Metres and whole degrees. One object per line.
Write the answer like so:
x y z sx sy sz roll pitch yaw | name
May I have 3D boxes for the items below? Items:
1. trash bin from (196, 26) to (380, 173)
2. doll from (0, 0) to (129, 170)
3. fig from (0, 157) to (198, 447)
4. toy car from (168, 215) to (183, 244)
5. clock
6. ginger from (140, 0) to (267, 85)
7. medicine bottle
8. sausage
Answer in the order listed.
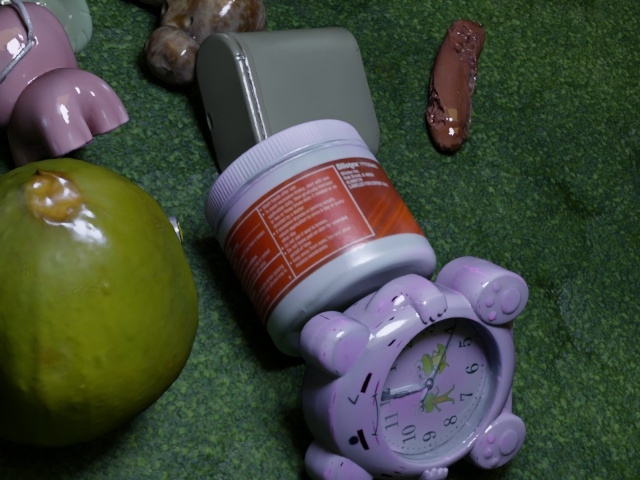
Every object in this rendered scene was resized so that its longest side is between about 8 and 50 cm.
-0.044 -0.208 1.952 0.247 0.121 0.243 -12 88 -37 | trash bin
-0.407 -0.245 1.744 0.284 0.216 0.268 -36 108 -37 | doll
-0.302 0.063 1.492 0.343 0.343 0.343 14 50 -17 | fig
-0.238 0.045 1.726 0.126 0.098 0.161 -15 90 -5 | toy car
0.125 0.186 1.680 0.322 0.296 0.113 -13 22 -30 | clock
-0.197 -0.384 2.016 0.244 0.155 0.304 -10 64 -12 | ginger
0.000 0.000 1.756 0.252 0.252 0.241 -15 64 -35 | medicine bottle
0.235 -0.283 2.216 0.087 0.079 0.327 43 42 -27 | sausage
